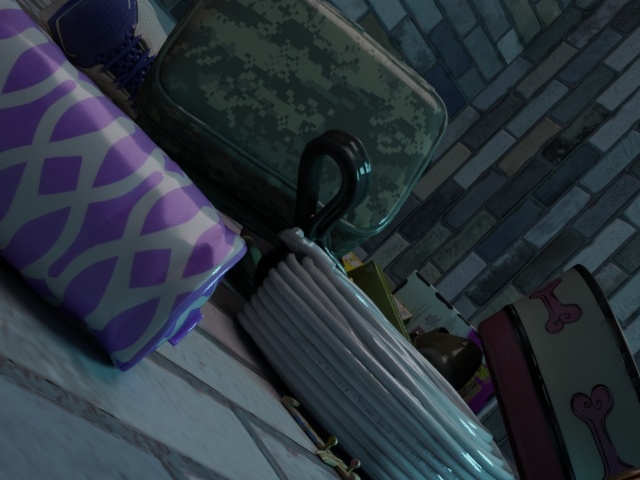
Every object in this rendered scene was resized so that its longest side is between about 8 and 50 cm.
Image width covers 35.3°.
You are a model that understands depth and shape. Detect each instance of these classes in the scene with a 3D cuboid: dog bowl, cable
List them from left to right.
[{"bbox_3d":[0.000,0.000,0.966,0.139,0.072,0.287,37,-43,34],"label":"cable"},{"bbox_3d":[0.043,0.120,0.820,0.257,0.089,0.257,46,2,-18],"label":"cable"},{"bbox_3d":[0.311,0.244,1.243,0.408,0.150,0.408,-17,90,-84],"label":"dog bowl"}]

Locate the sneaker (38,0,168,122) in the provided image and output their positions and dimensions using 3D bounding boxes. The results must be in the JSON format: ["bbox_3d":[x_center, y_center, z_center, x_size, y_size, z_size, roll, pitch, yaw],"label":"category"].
[{"bbox_3d":[-0.195,-0.179,1.252,0.182,0.127,0.315,46,-7,39],"label":"sneaker"}]

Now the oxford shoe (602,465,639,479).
[{"bbox_3d":[0.265,0.278,0.952,0.076,0.212,0.076,51,-27,41],"label":"oxford shoe"}]

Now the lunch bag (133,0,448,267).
[{"bbox_3d":[-0.048,-0.114,1.096,0.305,0.212,0.256,34,-21,-10],"label":"lunch bag"}]

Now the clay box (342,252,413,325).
[{"bbox_3d":[0.021,0.065,1.513,0.222,0.053,0.127,46,31,22],"label":"clay box"}]

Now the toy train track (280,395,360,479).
[{"bbox_3d":[0.003,0.134,0.682,0.083,0.014,0.048,46,1,31],"label":"toy train track"}]

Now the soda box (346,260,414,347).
[{"bbox_3d":[0.068,0.116,1.071,0.061,0.058,0.181,39,28,-76],"label":"soda box"}]

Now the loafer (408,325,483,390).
[{"bbox_3d":[0.146,0.169,1.364,0.094,0.087,0.251,69,-18,-5],"label":"loafer"}]

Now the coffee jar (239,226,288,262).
[{"bbox_3d":[-0.025,-0.008,1.399,0.079,0.096,0.184,50,21,21],"label":"coffee jar"}]

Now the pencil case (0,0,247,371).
[{"bbox_3d":[-0.126,-0.036,0.440,0.206,0.086,0.088,47,-26,-2],"label":"pencil case"}]

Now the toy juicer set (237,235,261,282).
[{"bbox_3d":[0.005,0.067,1.219,0.329,0.089,0.209,45,2,-33],"label":"toy juicer set"}]

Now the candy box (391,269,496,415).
[{"bbox_3d":[0.179,0.185,1.614,0.233,0.159,0.071,47,-1,18],"label":"candy box"}]
